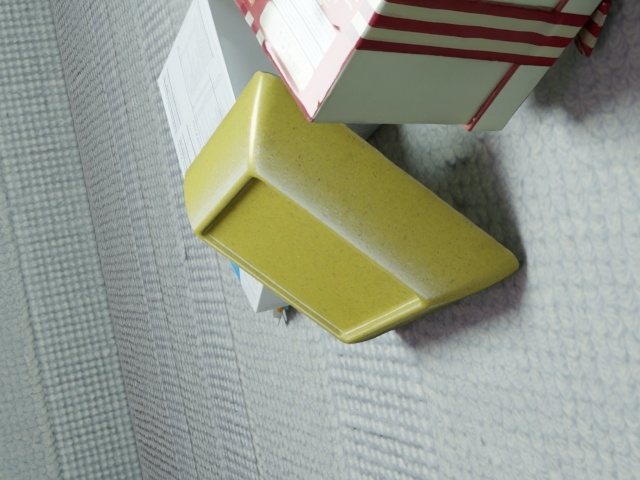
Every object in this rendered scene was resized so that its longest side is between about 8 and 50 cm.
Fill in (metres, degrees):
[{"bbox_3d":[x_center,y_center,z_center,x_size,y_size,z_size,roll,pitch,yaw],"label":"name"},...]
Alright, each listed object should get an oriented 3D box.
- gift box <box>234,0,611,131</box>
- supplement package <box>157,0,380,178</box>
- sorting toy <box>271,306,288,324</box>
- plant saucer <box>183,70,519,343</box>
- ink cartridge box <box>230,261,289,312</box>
[{"bbox_3d":[0.079,-0.242,0.848,0.276,0.258,0.255,-52,54,43],"label":"gift box"},{"bbox_3d":[-0.068,-0.187,1.272,0.263,0.199,0.198,-42,62,63],"label":"supplement package"},{"bbox_3d":[-0.075,0.096,1.613,0.075,0.045,0.083,97,151,-50],"label":"sorting toy"},{"bbox_3d":[0.000,0.000,1.113,0.333,0.081,0.333,36,155,-8],"label":"plant saucer"},{"bbox_3d":[-0.071,-0.018,1.504,0.134,0.078,0.231,60,150,35],"label":"ink cartridge box"}]
